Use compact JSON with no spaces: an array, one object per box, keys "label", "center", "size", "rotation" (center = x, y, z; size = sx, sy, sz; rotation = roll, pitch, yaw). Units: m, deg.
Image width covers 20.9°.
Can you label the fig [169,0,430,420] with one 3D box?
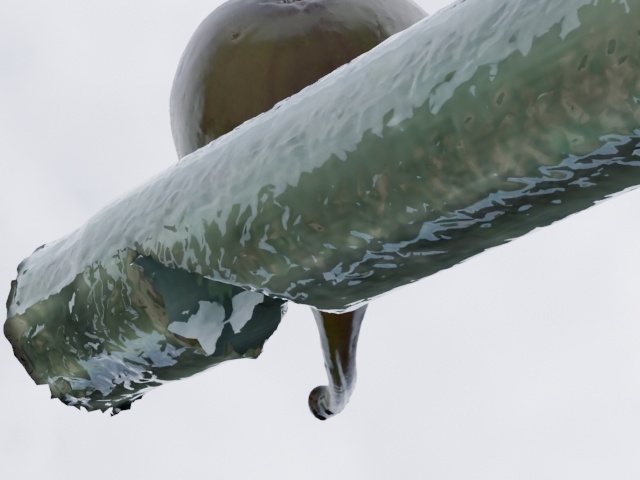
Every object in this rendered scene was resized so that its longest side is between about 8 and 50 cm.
[{"label":"fig","center":[0.000,0.000,0.751],"size":[0.124,0.124,0.236],"rotation":[1,-55,2]}]

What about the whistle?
[{"label":"whistle","center":[0.024,-0.020,0.437],"size":[0.312,0.062,0.062],"rotation":[-26,-81,45]}]
